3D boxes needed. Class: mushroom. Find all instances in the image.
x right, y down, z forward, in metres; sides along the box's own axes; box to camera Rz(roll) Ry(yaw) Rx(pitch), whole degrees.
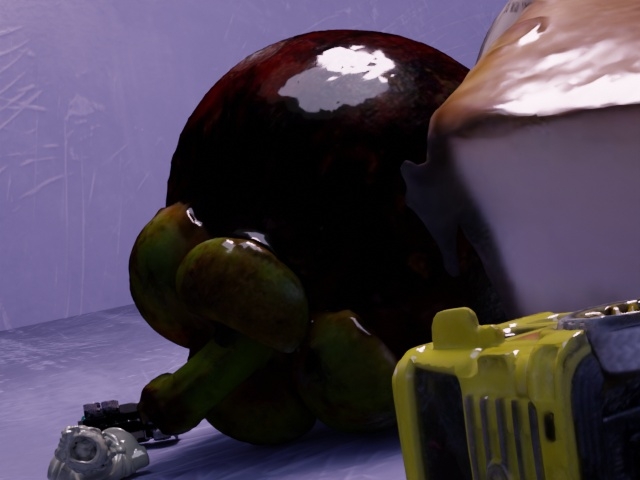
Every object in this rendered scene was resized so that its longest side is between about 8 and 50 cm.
[{"bbox_3d":[0.284,-0.084,1.025,0.314,0.224,0.397,-10,25,33],"label":"mushroom"}]

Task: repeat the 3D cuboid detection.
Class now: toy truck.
[{"bbox_3d":[-0.147,0.142,1.229,0.083,0.039,0.044,-12,-12,10],"label":"toy truck"},{"bbox_3d":[0.149,0.066,0.626,0.272,0.124,0.157,-12,3,-39],"label":"toy truck"}]

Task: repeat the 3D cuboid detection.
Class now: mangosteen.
[{"bbox_3d":[0.015,-0.002,1.147,0.311,0.311,0.311,-11,2,0],"label":"mangosteen"}]

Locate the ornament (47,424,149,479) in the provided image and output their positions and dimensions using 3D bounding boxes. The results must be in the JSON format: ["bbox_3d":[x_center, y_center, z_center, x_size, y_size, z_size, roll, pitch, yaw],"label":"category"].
[{"bbox_3d":[-0.154,0.148,1.096,0.068,0.041,0.092,-5,-9,-18],"label":"ornament"}]

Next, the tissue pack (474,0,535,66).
[{"bbox_3d":[0.220,-0.093,1.495,0.195,0.390,0.375,17,5,7],"label":"tissue pack"}]
